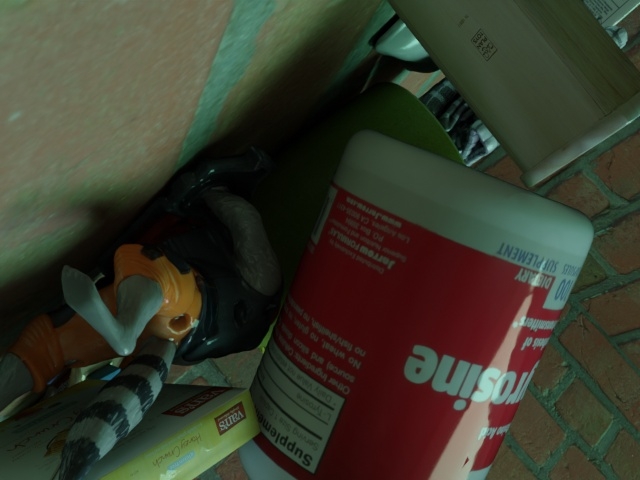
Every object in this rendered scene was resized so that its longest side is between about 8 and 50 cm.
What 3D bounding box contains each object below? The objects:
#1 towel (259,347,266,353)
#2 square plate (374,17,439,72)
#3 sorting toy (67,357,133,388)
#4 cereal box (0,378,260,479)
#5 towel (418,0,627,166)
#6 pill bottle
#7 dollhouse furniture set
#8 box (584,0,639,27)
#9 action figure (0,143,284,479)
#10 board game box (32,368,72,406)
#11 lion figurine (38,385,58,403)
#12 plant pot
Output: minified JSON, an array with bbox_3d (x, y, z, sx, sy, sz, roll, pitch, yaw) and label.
[{"bbox_3d":[-0.060,0.032,1.053,0.102,0.021,0.237,-38,131,-49],"label":"towel"},{"bbox_3d":[0.224,-0.312,0.875,0.347,0.049,0.344,-41,177,15],"label":"square plate"},{"bbox_3d":[-0.323,0.289,1.136,0.229,0.041,0.307,-38,144,-73],"label":"sorting toy"},{"bbox_3d":[-0.193,0.172,0.647,0.240,0.047,0.173,-8,-169,40],"label":"cereal box"},{"bbox_3d":[0.203,-0.182,0.959,0.235,0.121,0.283,-39,179,-8],"label":"towel"},{"bbox_3d":[0.061,0.125,0.703,0.229,0.229,0.407,-30,142,-78],"label":"pill bottle"},{"bbox_3d":[0.234,-0.228,0.522,0.303,0.198,0.286,-37,176,-17],"label":"dollhouse furniture set"},{"bbox_3d":[0.414,-0.401,1.077,0.232,0.148,0.127,-43,178,37],"label":"box"},{"bbox_3d":[-0.156,0.086,0.661,0.341,0.178,0.330,-43,168,27],"label":"action figure"},{"bbox_3d":[-0.405,0.243,1.232,0.281,0.027,0.145,-42,179,17],"label":"board game box"},{"bbox_3d":[-0.456,0.318,0.867,0.392,0.142,0.240,-55,173,-15],"label":"lion figurine"},{"bbox_3d":[0.000,0.000,0.900,0.294,0.274,0.275,-27,175,-12],"label":"plant pot"}]
